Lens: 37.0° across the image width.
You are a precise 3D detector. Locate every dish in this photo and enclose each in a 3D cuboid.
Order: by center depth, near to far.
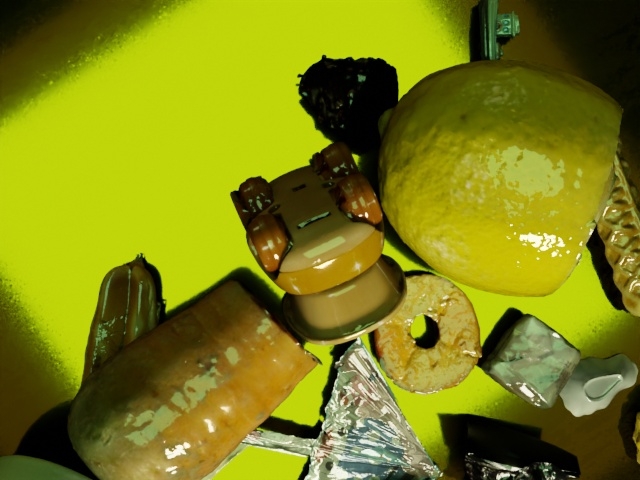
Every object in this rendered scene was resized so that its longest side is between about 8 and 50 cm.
[{"bbox_3d":[0.460,0.234,1.567,0.137,0.039,0.091,-22,93,-1],"label":"dish"}]

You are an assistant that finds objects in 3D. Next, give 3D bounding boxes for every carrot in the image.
[{"bbox_3d":[-0.191,0.217,1.395,0.341,0.224,0.224,-41,94,-7],"label":"carrot"}]

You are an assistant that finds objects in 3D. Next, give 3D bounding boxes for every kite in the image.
[{"bbox_3d":[0.027,0.336,1.529,0.369,0.014,0.405,14,103,-14],"label":"kite"}]

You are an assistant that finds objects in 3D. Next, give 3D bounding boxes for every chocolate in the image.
[{"bbox_3d":[0.032,-0.233,1.500,0.133,0.156,0.156,27,90,27],"label":"chocolate"}]

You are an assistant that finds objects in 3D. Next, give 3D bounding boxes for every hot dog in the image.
[{"bbox_3d":[-0.311,0.155,1.509,0.109,0.072,0.269,11,93,-5],"label":"hot dog"}]

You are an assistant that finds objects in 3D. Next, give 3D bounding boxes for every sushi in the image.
[{"bbox_3d":[0.302,0.392,1.509,0.172,0.153,0.150,12,105,6],"label":"sushi"}]

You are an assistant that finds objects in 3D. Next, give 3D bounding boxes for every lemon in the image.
[{"bbox_3d":[0.242,-0.102,1.398,0.364,0.364,0.364,0,92,-3],"label":"lemon"}]

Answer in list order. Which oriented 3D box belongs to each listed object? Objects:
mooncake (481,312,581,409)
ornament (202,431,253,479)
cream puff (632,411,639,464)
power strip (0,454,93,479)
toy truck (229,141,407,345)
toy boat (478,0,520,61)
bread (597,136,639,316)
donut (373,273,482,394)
[{"bbox_3d":[0.343,0.196,1.543,0.130,0.073,0.125,37,93,-2],"label":"mooncake"},{"bbox_3d":[-0.190,0.305,1.528,0.180,0.059,0.201,5,90,-5],"label":"ornament"},{"bbox_3d":[0.582,0.321,1.541,0.146,0.116,0.146,0,89,-5],"label":"cream puff"},{"bbox_3d":[-0.374,0.475,1.374,0.358,0.357,0.161,32,49,-4],"label":"power strip"},{"bbox_3d":[0.000,0.000,1.432,0.204,0.288,0.211,-24,118,-3],"label":"toy truck"},{"bbox_3d":[0.285,-0.329,1.527,0.066,0.059,0.140,-3,91,9],"label":"toy boat"},{"bbox_3d":[0.480,-0.047,1.539,0.077,0.084,0.367,-16,96,38],"label":"bread"},{"bbox_3d":[0.165,0.147,1.533,0.174,0.074,0.190,-24,89,-1],"label":"donut"}]
